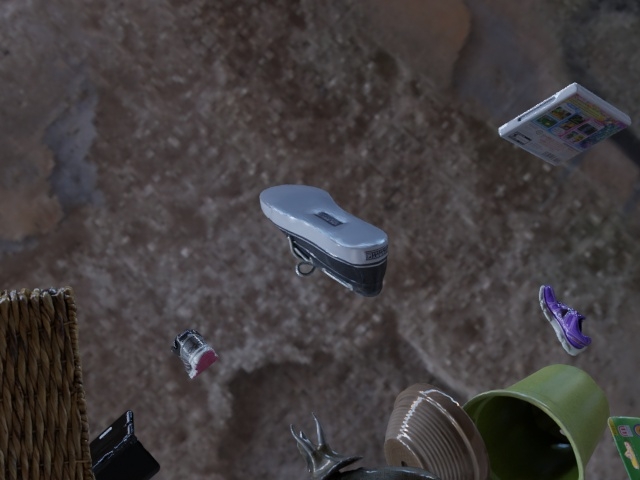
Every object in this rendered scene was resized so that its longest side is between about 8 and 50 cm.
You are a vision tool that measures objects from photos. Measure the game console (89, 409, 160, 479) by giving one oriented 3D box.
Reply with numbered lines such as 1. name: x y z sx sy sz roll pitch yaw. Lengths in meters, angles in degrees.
1. game console: -0.339 0.371 1.942 0.122 0.107 0.071 -41 -58 16

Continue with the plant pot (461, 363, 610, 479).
1. plant pot: 0.441 0.373 2.242 0.254 0.276 0.276 -28 -25 -49

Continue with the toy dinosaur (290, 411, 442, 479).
1. toy dinosaur: 0.098 0.366 1.584 0.121 0.313 0.160 -62 -22 -49

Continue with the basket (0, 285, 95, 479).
1. basket: -0.423 0.224 1.450 0.223 0.299 0.213 -4 -18 -23

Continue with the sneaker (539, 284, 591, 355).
1. sneaker: 0.520 0.163 2.406 0.071 0.170 0.068 -33 -31 13

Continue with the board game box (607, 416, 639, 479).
1. board game box: 0.521 0.310 1.595 0.259 0.124 0.039 8 -44 -25

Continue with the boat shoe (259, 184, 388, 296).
1. boat shoe: 0.004 -0.001 1.787 0.113 0.306 0.105 -20 -59 -33

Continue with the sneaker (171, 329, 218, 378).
1. sneaker: -0.231 0.200 2.058 0.063 0.075 0.170 -39 -8 -13

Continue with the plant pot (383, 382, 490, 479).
1. plant pot: 0.198 0.397 2.132 0.109 0.237 0.237 -29 -23 -29

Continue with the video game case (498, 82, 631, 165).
1. video game case: 0.374 -0.174 1.737 0.143 0.019 0.157 -31 -35 34
